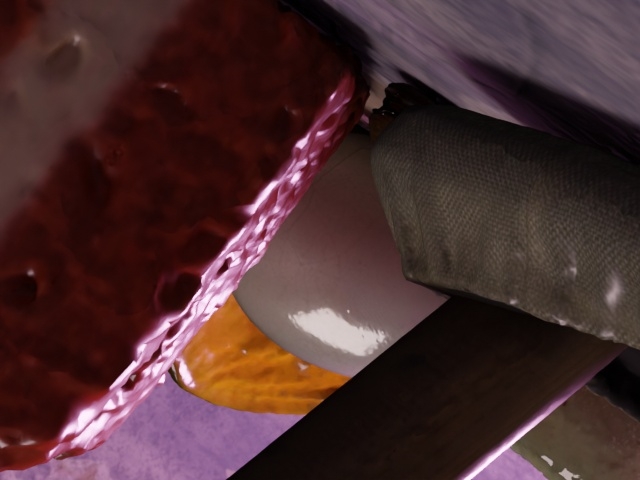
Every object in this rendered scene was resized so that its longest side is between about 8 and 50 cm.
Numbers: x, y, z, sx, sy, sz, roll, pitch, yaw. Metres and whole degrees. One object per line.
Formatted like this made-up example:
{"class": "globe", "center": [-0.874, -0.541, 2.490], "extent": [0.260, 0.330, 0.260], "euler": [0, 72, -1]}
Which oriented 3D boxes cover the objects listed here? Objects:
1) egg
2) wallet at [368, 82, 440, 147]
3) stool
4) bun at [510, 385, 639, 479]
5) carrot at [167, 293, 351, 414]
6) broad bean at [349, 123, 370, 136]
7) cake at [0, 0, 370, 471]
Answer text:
{"class": "egg", "center": [0.029, 0.012, 1.250], "extent": [0.209, 0.151, 0.151], "euler": [22, 171, 38]}
{"class": "wallet", "center": [0.134, 0.013, 0.914], "extent": [0.255, 0.031, 0.137], "euler": [32, 173, 15]}
{"class": "stool", "center": [0.125, 0.131, 0.699], "extent": [0.310, 0.226, 0.310], "euler": [39, 174, -29]}
{"class": "bun", "center": [0.193, 0.110, 1.212], "extent": [0.195, 0.118, 0.195], "euler": [40, -177, -3]}
{"class": "carrot", "center": [-0.065, 0.002, 1.622], "extent": [0.341, 0.241, 0.241], "euler": [38, -179, 41]}
{"class": "broad bean", "center": [-0.009, -0.075, 1.365], "extent": [0.195, 0.061, 0.046], "euler": [24, -142, 23]}
{"class": "cake", "center": [-0.175, -0.067, 0.982], "extent": [0.319, 0.270, 0.269], "euler": [37, 180, 2]}
